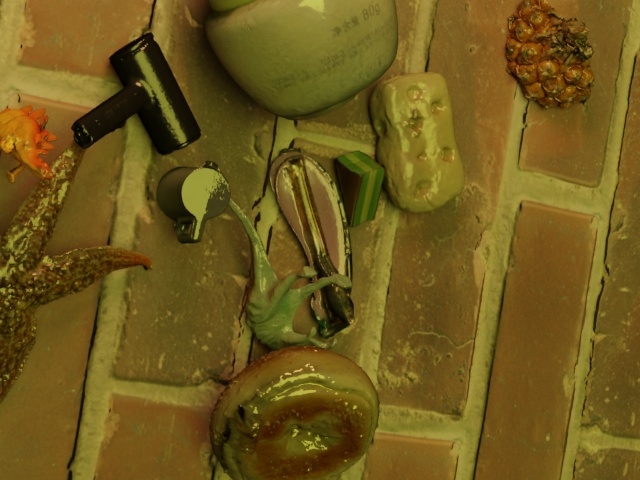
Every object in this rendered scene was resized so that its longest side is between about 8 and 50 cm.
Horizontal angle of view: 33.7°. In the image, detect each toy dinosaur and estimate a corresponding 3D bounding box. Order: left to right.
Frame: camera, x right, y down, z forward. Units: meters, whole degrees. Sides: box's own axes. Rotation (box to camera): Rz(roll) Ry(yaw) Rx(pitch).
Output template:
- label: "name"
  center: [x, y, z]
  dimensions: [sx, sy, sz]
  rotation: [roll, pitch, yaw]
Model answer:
- label: "toy dinosaur"
  center: [-0.479, -0.174, 1.659]
  dimensions: [0.117, 0.288, 0.070]
  rotation: [-25, 136, -30]
- label: "toy dinosaur"
  center: [-0.070, 0.087, 1.877]
  dimensions: [0.205, 0.092, 0.393]
  rotation: [-31, 106, 27]

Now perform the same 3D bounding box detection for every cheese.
- label: "cheese"
  center: [0.186, -0.185, 2.003]
  dimensions: [0.159, 0.093, 0.263]
  rotation: [-12, 97, -21]

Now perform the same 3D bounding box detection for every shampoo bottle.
- label: "shampoo bottle"
  center: [-0.030, -0.380, 1.781]
  dimensions: [0.322, 0.322, 0.317]
  rotation: [-35, 110, -18]

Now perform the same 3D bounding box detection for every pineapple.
- label: "pineapple"
  center: [0.456, -0.356, 2.079]
  dimensions: [0.140, 0.164, 0.250]
  rotation: [-35, 107, -10]

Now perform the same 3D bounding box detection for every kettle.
- label: "kettle"
  center: [-0.222, -0.070, 1.804]
  dimensions: [0.098, 0.148, 0.127]
  rotation: [46, 76, -18]

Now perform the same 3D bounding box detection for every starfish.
- label: "starfish"
  center: [-0.485, 0.037, 1.719]
  dimensions: [0.384, 0.132, 0.398]
  rotation: [-35, 107, -23]

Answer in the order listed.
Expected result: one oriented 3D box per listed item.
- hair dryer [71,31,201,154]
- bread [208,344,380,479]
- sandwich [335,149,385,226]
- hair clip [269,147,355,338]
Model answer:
- label: "hair dryer"
  center: [-0.322, -0.213, 1.747]
  dimensions: [0.251, 0.089, 0.197]
  rotation: [-43, 112, -49]
- label: "bread"
  center: [-0.049, 0.303, 1.855]
  dimensions: [0.305, 0.159, 0.305]
  rotation: [-10, 129, -13]
- label: "sandwich"
  center: [0.066, -0.097, 1.990]
  dimensions: [0.074, 0.074, 0.116]
  rotation: [-19, 132, -40]
- label: "hair clip"
  center: [0.002, -0.001, 1.951]
  dimensions: [0.110, 0.095, 0.358]
  rotation: [-16, 90, 8]
